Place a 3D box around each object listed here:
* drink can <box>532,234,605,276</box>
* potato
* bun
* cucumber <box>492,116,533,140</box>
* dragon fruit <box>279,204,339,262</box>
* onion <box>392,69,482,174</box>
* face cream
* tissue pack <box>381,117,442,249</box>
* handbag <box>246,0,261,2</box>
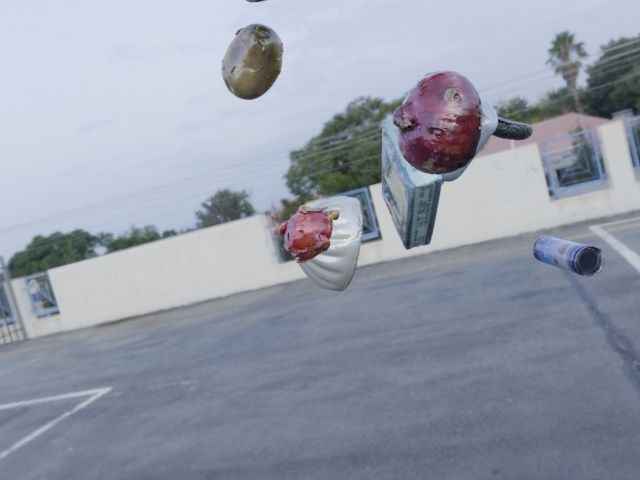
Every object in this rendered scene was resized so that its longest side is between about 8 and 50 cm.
[{"bbox_3d":[0.763,0.044,1.757,0.097,0.097,0.235,-15,12,-8],"label":"drink can"},{"bbox_3d":[-0.159,-0.421,1.338,0.175,0.137,0.137,-54,-7,15],"label":"potato"},{"bbox_3d":[0.000,0.000,1.503,0.175,0.262,0.263,8,0,-10],"label":"bun"},{"bbox_3d":[0.592,-0.351,1.791,0.245,0.067,0.067,6,-8,-32],"label":"cucumber"},{"bbox_3d":[-0.033,-0.016,1.086,0.068,0.112,0.126,23,-20,-37],"label":"dragon fruit"},{"bbox_3d":[0.119,-0.122,0.588,0.097,0.107,0.107,5,-6,-27],"label":"onion"},{"bbox_3d":[0.407,-0.266,1.727,0.080,0.163,0.336,15,-50,-19],"label":"face cream"},{"bbox_3d":[0.239,-0.149,1.533,0.103,0.227,0.315,-17,-31,-5],"label":"tissue pack"},{"bbox_3d":[-0.112,-0.634,1.156,0.182,0.254,0.181,-31,33,-16],"label":"handbag"}]
